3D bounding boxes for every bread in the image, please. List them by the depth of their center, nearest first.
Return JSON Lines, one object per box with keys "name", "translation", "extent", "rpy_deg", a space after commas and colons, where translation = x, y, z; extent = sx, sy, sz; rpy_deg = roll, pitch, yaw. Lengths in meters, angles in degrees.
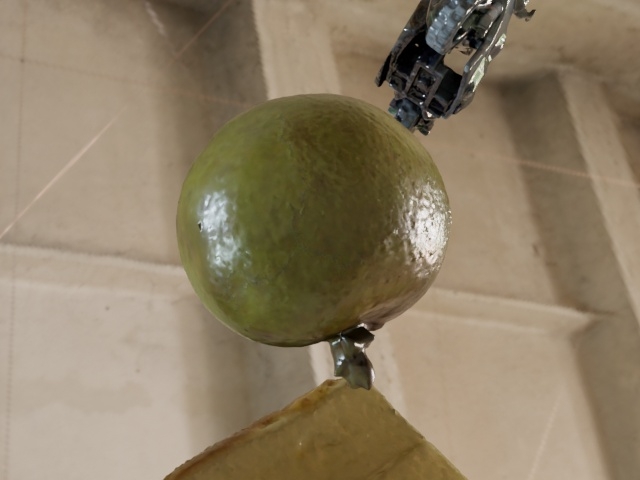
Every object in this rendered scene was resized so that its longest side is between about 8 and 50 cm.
{"name": "bread", "translation": [-0.030, 0.295, 1.008], "extent": [0.207, 0.279, 0.279], "rpy_deg": [43, -138, 21]}

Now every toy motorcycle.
{"name": "toy motorcycle", "translation": [0.133, -0.199, 1.191], "extent": [0.106, 0.270, 0.159], "rpy_deg": [34, -116, 5]}

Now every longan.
{"name": "longan", "translation": [0.000, 0.000, 0.657], "extent": [0.155, 0.145, 0.176], "rpy_deg": [-19, -97, -6]}
